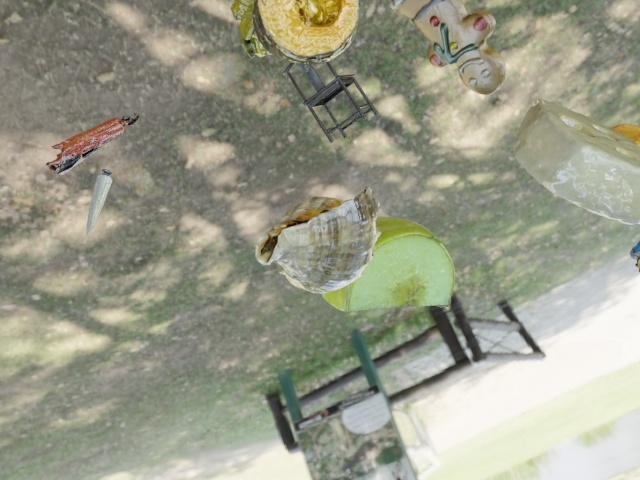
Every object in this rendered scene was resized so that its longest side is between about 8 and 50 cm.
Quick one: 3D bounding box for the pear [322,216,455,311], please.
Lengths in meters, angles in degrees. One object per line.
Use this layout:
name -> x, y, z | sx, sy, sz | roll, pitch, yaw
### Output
pear -> 0.135, 0.043, 1.728 | 0.343, 0.318, 0.238 | 1, 104, -31

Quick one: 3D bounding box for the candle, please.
candle -> -0.627, -0.278, 1.877 | 0.302, 0.059, 0.084 | -38, 145, -29

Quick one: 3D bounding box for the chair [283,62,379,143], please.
chair -> 0.030, -0.440, 2.005 | 0.155, 0.260, 0.141 | -33, 180, 27

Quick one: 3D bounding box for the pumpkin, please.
pumpkin -> -0.034, -0.471, 1.171 | 0.222, 0.139, 0.317 | 9, 103, -5

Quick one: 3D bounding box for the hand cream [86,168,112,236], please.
hand cream -> -0.610, -0.105, 1.850 | 0.042, 0.194, 0.067 | 19, 155, -26

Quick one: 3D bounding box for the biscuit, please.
biscuit -> 0.275, -0.430, 1.405 | 0.049, 0.301, 0.197 | -43, -171, -24

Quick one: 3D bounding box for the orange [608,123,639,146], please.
orange -> 0.714, -0.186, 1.588 | 0.155, 0.177, 0.177 | 24, 140, -5

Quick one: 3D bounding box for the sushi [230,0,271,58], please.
sushi -> -0.104, -0.649, 1.703 | 0.285, 0.328, 0.328 | -20, 176, -6

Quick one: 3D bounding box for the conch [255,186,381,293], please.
conch -> 0.007, 0.014, 1.129 | 0.210, 0.158, 0.291 | -14, -168, 28

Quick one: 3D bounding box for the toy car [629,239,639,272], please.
toy car -> 0.736, 0.052, 1.386 | 0.097, 0.191, 0.100 | -13, 142, -17

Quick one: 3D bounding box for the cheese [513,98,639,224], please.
cheese -> 0.502, -0.144, 1.220 | 0.318, 0.326, 0.115 | 3, 125, -35
